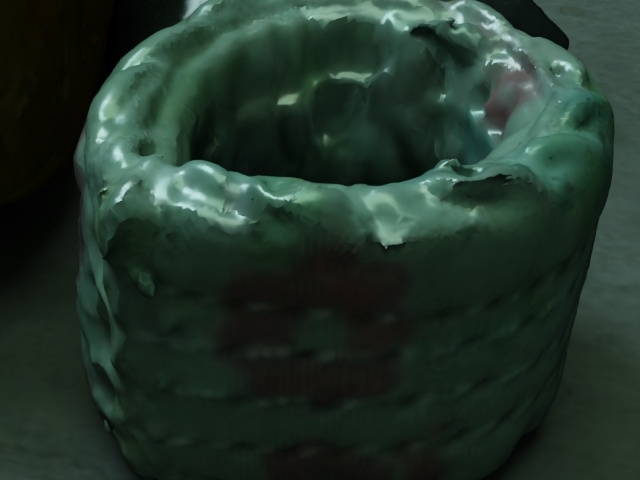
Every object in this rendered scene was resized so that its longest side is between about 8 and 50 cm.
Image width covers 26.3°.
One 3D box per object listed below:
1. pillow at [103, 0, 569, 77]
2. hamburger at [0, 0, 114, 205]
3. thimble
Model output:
[{"bbox_3d":[-0.014,-0.133,0.746,0.250,0.106,0.186,-13,46,-15],"label":"pillow"},{"bbox_3d":[-0.177,-0.105,0.605,0.162,0.209,0.330,9,2,-3],"label":"hamburger"},{"bbox_3d":[0.000,0.000,0.522,0.211,0.149,0.185,-26,46,-35],"label":"thimble"}]
